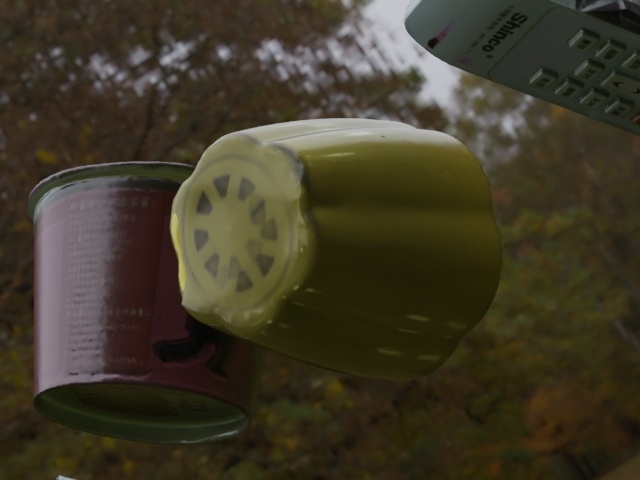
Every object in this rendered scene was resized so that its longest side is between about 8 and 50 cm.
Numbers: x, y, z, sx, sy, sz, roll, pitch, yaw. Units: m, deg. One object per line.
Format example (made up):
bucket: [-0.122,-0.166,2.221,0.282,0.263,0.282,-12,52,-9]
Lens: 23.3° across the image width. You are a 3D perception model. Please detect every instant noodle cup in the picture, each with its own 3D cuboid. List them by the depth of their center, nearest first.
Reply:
instant noodle cup: [-0.139,0.060,1.283,0.234,0.178,0.235,4,-22,2]

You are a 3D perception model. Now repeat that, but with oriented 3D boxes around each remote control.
remote control: [0.119,-0.073,0.611,0.166,0.029,0.065,19,-29,-15]

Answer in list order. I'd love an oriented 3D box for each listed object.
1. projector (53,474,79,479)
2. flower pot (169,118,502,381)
projector: [-0.149,0.352,1.742,0.337,0.108,0.108,16,-30,-14]
flower pot: [0.000,0.000,1.076,0.195,0.195,0.179,-39,-27,29]
